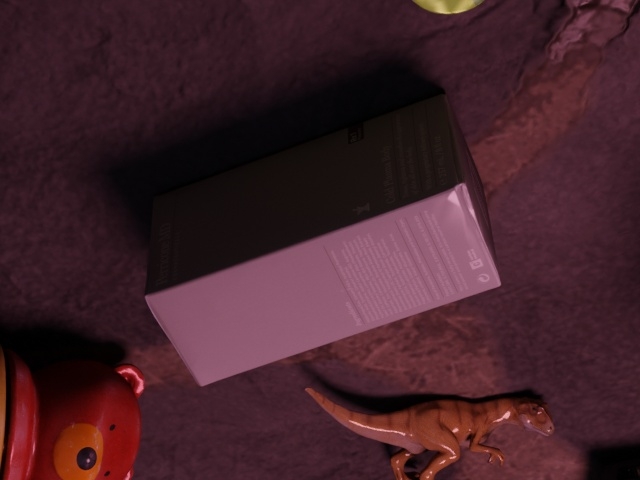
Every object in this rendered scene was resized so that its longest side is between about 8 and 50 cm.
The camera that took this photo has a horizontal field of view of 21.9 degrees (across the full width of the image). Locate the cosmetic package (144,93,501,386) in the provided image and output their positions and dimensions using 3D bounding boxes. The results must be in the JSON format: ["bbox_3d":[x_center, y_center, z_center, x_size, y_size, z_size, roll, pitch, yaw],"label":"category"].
[{"bbox_3d":[0.000,0.000,1.186,0.238,0.127,0.107,-18,126,9],"label":"cosmetic package"}]

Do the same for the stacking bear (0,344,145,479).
[{"bbox_3d":[-0.278,0.140,1.265,0.289,0.164,0.175,5,97,-19],"label":"stacking bear"}]

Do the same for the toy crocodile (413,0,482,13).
[{"bbox_3d":[0.008,-0.216,1.032,0.340,0.115,0.105,8,110,-10],"label":"toy crocodile"}]

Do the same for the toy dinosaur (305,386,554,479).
[{"bbox_3d":[0.082,0.157,1.358,0.211,0.064,0.112,-1,109,-13],"label":"toy dinosaur"}]

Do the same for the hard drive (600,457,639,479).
[{"bbox_3d":[0.358,0.251,1.429,0.254,0.054,0.172,-1,127,-1],"label":"hard drive"}]
